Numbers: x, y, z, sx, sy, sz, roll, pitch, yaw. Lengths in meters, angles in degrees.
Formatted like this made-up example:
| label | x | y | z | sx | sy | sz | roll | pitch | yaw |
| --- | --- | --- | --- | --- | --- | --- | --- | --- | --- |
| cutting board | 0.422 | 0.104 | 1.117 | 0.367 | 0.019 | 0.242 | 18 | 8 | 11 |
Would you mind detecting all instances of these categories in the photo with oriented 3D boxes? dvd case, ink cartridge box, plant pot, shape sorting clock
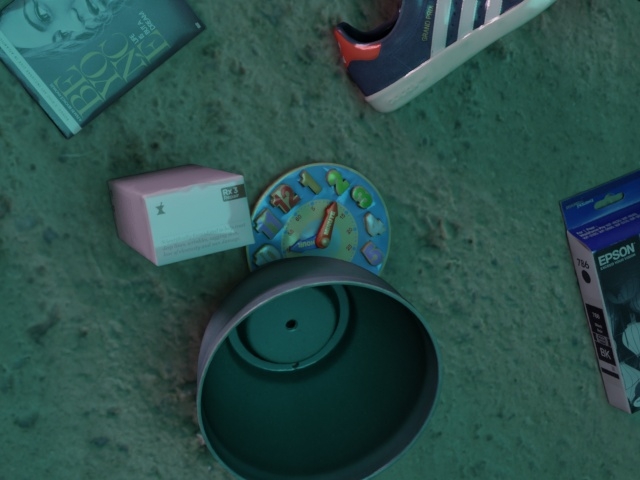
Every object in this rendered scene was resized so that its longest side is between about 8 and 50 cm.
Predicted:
| label | x | y | z | sx | sy | sz | roll | pitch | yaw |
| --- | --- | --- | --- | --- | --- | --- | --- | --- | --- |
| dvd case | -0.270 | -0.253 | 1.318 | 0.221 | 0.018 | 0.164 | -41 | 110 | -10 |
| ink cartridge box | 0.469 | 0.073 | 1.616 | 0.165 | 0.065 | 0.332 | -22 | 104 | -15 |
| plant pot | -0.020 | 0.137 | 1.357 | 0.293 | 0.196 | 0.293 | -6 | 117 | -12 |
| shape sorting clock | 0.000 | 0.000 | 1.444 | 0.206 | 0.040 | 0.206 | -3 | 100 | -19 |

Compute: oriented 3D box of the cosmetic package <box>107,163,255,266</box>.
| label | x | y | z | sx | sy | sz | roll | pitch | yaw |
| --- | --- | --- | --- | --- | --- | --- | --- | --- | --- |
| cosmetic package | -0.166 | -0.035 | 1.275 | 0.117 | 0.231 | 0.085 | -13 | 103 | -17 |

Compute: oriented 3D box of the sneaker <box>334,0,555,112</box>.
| label | x | y | z | sx | sy | sz | roll | pitch | yaw |
| --- | --- | --- | --- | --- | --- | --- | --- | --- | --- |
| sneaker | 0.170 | -0.310 | 1.364 | 0.350 | 0.131 | 0.148 | -35 | 103 | 14 |
